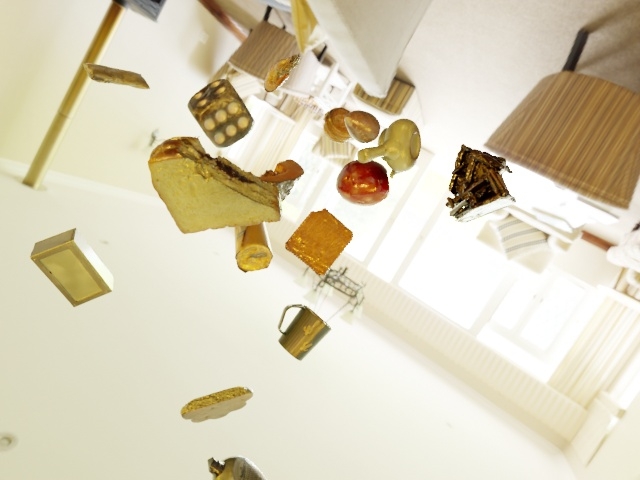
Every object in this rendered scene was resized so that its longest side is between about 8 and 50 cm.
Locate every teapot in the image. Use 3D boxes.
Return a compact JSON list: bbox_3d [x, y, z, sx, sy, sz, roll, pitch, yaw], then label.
[{"bbox_3d":[0.274,-0.370,1.596,0.149,0.220,0.318,7,178,34],"label":"teapot"}]

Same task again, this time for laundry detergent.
[{"bbox_3d":[-0.315,0.890,1.504,0.281,0.105,0.215,54,-156,-26],"label":"laundry detergent"}]

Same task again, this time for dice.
[{"bbox_3d":[-0.361,-0.462,1.522,0.183,0.182,0.181,53,179,46],"label":"dice"}]

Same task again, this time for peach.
[{"bbox_3d":[0.182,-0.245,1.793,0.243,0.200,0.243,3,168,1],"label":"peach"}]

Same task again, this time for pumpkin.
[{"bbox_3d":[-0.150,-0.149,1.346,0.111,0.163,0.278,29,-146,22],"label":"pumpkin"}]

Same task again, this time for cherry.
[{"bbox_3d":[0.136,-0.428,1.552,0.147,0.116,0.188,-4,-155,-30],"label":"cherry"}]

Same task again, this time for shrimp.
[{"bbox_3d":[-0.147,-0.628,1.565,0.053,0.133,0.235,35,155,-33],"label":"shrimp"}]

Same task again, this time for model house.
[{"bbox_3d":[0.594,-0.241,1.649,0.317,0.297,0.283,2,-109,-54],"label":"model house"}]

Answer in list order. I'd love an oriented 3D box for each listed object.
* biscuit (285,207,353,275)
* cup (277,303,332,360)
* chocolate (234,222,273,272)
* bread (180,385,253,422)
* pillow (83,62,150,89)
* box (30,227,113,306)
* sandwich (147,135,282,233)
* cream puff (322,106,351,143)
[{"bbox_3d":[0.000,0.000,1.718,0.232,0.237,0.013,40,175,-24],"label":"biscuit"},{"bbox_3d":[-0.072,0.306,1.428,0.176,0.155,0.131,40,174,-11],"label":"cup"},{"bbox_3d":[-0.329,-0.061,1.880,0.162,0.162,0.446,26,-151,-35],"label":"chocolate"},{"bbox_3d":[-0.414,0.661,1.676,0.286,0.207,0.056,-8,-126,-22],"label":"bread"},{"bbox_3d":[-0.816,-0.659,1.678,0.229,0.050,0.148,-3,-136,-44],"label":"pillow"},{"bbox_3d":[-0.779,0.089,1.324,0.086,0.129,0.225,-122,12,-51],"label":"box"},{"bbox_3d":[-0.253,-0.137,1.022,0.288,0.255,0.100,-6,-139,4],"label":"sandwich"},{"bbox_3d":[0.089,-0.569,2.076,0.188,0.189,0.129,30,155,-6],"label":"cream puff"}]
